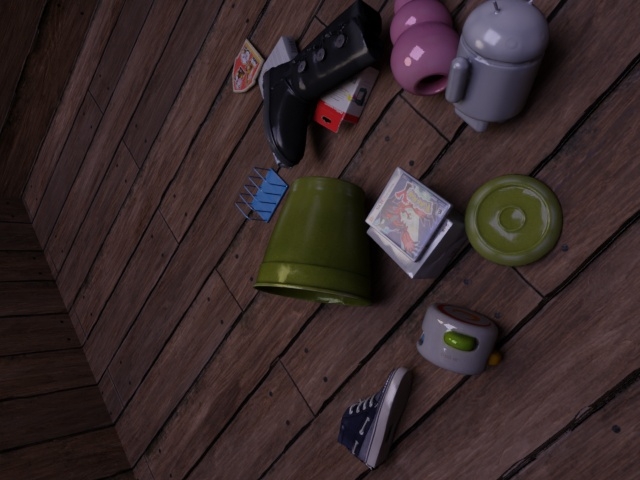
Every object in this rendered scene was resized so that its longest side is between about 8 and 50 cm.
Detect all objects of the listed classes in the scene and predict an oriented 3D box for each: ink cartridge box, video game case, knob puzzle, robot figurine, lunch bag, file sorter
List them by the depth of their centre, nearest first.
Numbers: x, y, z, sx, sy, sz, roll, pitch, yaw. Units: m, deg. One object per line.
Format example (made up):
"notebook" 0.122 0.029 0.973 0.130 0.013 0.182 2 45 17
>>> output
"robot figurine" 0.431 -0.436 1.353 0.200 0.299 0.353 48 156 28
"video game case" 0.234 -0.072 1.489 0.201 0.023 0.183 43 113 33
"ink cartridge box" 0.079 -0.475 1.803 0.134 0.078 0.231 39 113 37
"lunch bag" -0.134 -0.302 1.977 0.053 0.083 0.071 -36 65 34
"file sorter" -0.222 -0.170 2.034 0.118 0.104 0.170 48 118 32
"ink cartridge box" -0.148 -0.605 2.040 0.232 0.066 0.189 -42 61 55
"knob puzzle" -0.304 -0.668 2.163 0.213 0.030 0.213 -5 83 48

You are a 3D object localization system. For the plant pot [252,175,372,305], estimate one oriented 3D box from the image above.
"plant pot" 0.000 0.000 1.702 0.366 0.366 0.353 -1 76 41

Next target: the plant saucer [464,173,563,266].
"plant saucer" 0.488 -0.054 1.405 0.240 0.037 0.241 -2 85 21

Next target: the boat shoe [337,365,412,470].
"boat shoe" 0.153 0.509 1.659 0.158 0.127 0.341 24 104 31

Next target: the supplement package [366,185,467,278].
"supplement package" 0.283 -0.030 1.559 0.203 0.149 0.194 48 117 32

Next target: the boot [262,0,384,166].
"boot" 0.014 -0.478 1.726 0.445 0.146 0.367 -21 73 36

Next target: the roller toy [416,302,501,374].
"roller toy" 0.359 0.263 1.455 0.191 0.209 0.146 30 108 52

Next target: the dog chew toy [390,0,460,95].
"dog chew toy" 0.289 -0.580 1.556 0.206 0.206 0.332 -22 66 38
